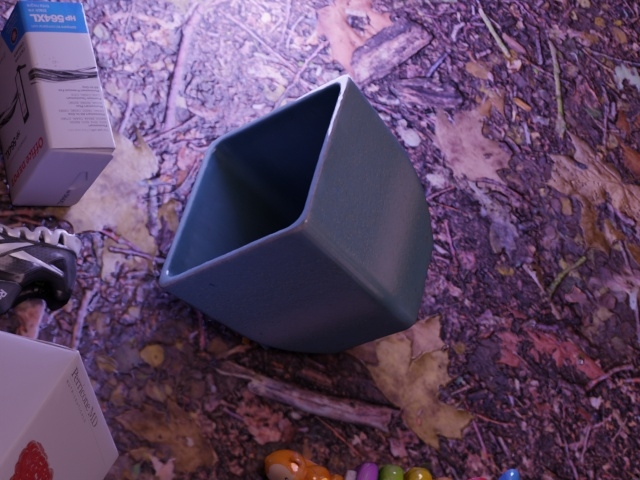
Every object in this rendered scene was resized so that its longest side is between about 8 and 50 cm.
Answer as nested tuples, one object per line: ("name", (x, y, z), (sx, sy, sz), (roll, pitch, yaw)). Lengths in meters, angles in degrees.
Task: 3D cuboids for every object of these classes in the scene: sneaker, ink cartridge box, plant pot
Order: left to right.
("sneaker", (-0.379, 0.029, 1.627), (0.234, 0.078, 0.106), (9, 58, -28))
("ink cartridge box", (-0.325, -0.161, 1.719), (0.086, 0.148, 0.203), (-1, 65, -32))
("plant pot", (0.000, 0.000, 1.764), (0.252, 0.248, 0.247), (42, 45, -30))

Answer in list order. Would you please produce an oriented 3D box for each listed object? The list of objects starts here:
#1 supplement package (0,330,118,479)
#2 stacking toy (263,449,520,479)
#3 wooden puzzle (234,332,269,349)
("supplement package", (-0.357, 0.248, 1.412), (0.175, 0.177, 0.293), (11, 48, 22))
("stacking toy", (0.072, 0.318, 1.698), (0.302, 0.175, 0.166), (23, 51, -3))
("wooden puzzle", (-0.071, 0.106, 1.809), (0.049, 0.006, 0.083), (44, 51, -2))
